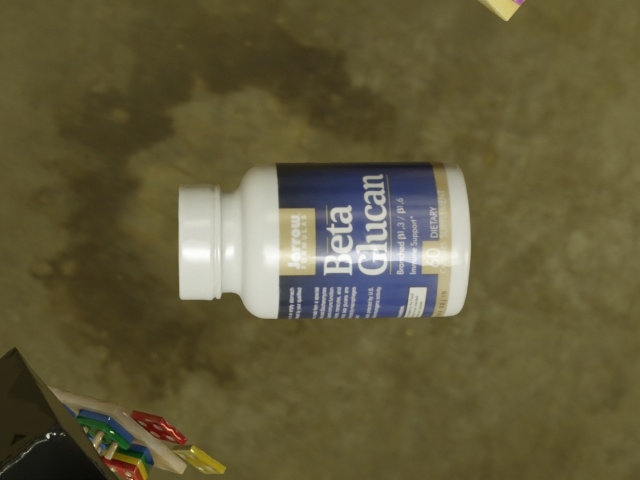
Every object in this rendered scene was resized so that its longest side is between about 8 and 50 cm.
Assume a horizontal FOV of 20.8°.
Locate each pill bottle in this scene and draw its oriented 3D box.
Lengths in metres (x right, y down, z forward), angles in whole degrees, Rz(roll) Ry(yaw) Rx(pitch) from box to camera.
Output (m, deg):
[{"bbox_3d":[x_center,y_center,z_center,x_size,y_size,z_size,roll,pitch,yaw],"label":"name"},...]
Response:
[{"bbox_3d":[0.000,0.000,1.043,0.169,0.094,0.094,-1,104,-4],"label":"pill bottle"}]

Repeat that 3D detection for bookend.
[{"bbox_3d":[-0.175,0.172,1.183,0.072,0.157,0.156,-39,115,-6],"label":"bookend"}]

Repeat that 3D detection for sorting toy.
[{"bbox_3d":[-0.226,0.217,1.861,0.132,0.274,0.046,49,60,-42],"label":"sorting toy"}]

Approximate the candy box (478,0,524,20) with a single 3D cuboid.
[{"bbox_3d":[0.101,-0.247,1.239,0.109,0.187,0.053,-49,138,5],"label":"candy box"}]
